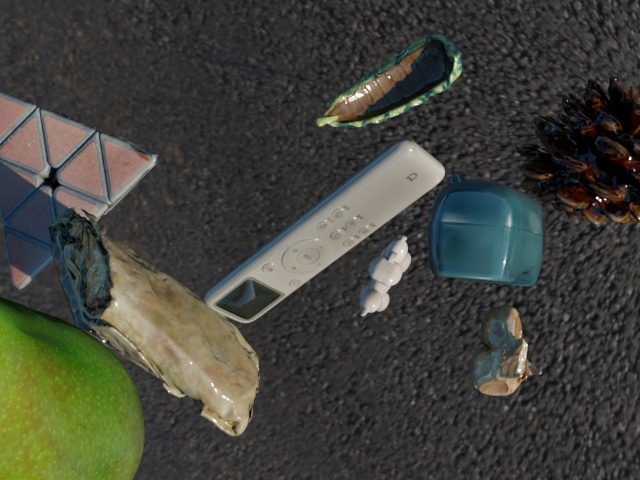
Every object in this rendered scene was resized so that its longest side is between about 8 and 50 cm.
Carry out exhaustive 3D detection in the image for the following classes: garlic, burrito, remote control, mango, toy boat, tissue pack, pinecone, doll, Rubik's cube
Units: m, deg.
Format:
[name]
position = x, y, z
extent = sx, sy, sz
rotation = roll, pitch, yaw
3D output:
[garlic]
position = 0.349, 0.212, 1.725
extent = 0.124, 0.099, 0.174
rotation = 6, 86, 37
[burrito]
position = -0.211, 0.096, 1.131
extent = 0.348, 0.175, 0.107
rotation = 42, 97, -9
[remote control]
position = 0.000, 0.000, 0.844
extent = 0.261, 0.067, 0.029
rotation = -37, 46, 22
[mango]
position = -0.276, 0.150, 0.779
extent = 0.225, 0.382, 0.201
rotation = -1, 59, 2
[toy boat]
position = 0.127, -0.281, 1.685
extent = 0.293, 0.099, 0.108
rotation = -28, 82, 8
[tissue pack]
position = 0.332, -0.018, 1.779
extent = 0.198, 0.287, 0.206
rotation = 5, 89, 29
[pinecone]
position = 0.382, -0.123, 1.230
extent = 0.221, 0.221, 0.221
rotation = 2, 96, 22
[doll]
position = 0.114, 0.060, 1.606
extent = 0.059, 0.160, 0.161
rotation = 29, 98, 7
[Rubik's cube]
position = -0.379, -0.095, 1.390
extent = 0.228, 0.228, 0.233
rotation = -115, 24, -42
